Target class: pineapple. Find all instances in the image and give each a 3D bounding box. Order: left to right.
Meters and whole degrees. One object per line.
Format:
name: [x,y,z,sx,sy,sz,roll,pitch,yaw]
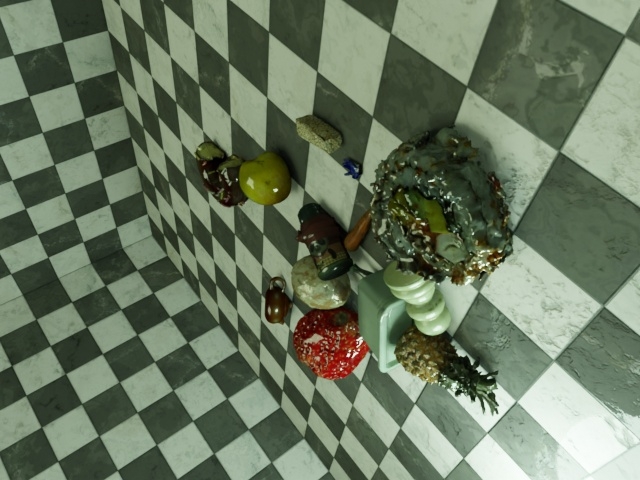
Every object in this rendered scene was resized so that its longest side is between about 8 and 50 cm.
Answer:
pineapple: [0.387,0.389,1.616,0.340,0.169,0.169,34,143,38]

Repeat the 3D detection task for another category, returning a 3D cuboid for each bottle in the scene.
bottle: [0.000,0.000,1.894,0.271,0.156,0.143,65,161,18]

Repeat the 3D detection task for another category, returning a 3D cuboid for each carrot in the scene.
carrot: [0.132,-0.044,1.758,0.057,0.057,0.224,52,149,17]

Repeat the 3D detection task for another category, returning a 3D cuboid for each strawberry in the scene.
strawberry: [0.042,0.386,2.062,0.292,0.291,0.310,59,171,4]

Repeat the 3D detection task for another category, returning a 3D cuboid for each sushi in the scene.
sushi: [0.285,-0.072,1.327,0.417,0.175,0.417,41,146,35]

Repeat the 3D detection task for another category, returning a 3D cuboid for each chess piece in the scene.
chess piece: [0.298,0.172,1.569,0.144,0.144,0.251,17,144,54]

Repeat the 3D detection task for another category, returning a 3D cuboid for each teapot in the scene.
teapot: [-0.197,0.285,2.569,0.178,0.135,0.252,-109,22,-68]
teapot: [0.152,0.114,1.834,0.110,0.043,0.043,31,147,5]

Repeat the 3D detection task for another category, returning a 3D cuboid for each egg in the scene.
egg: [0.003,0.154,2.005,0.245,0.203,0.203,30,141,28]

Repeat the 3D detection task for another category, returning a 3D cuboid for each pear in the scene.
pear: [-0.204,-0.225,2.014,0.200,0.200,0.200,41,146,35]

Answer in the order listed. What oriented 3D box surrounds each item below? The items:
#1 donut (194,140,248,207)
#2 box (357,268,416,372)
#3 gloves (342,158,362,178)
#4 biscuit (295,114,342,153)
donut: [-0.434,-0.277,2.418,0.345,0.136,0.259,38,142,40]
box: [0.216,0.249,1.771,0.182,0.175,0.312,46,150,44]
gloves: [0.096,-0.218,1.678,0.086,0.026,0.064,31,142,44]
biscuit: [-0.008,-0.331,1.688,0.168,0.082,0.070,39,148,36]
